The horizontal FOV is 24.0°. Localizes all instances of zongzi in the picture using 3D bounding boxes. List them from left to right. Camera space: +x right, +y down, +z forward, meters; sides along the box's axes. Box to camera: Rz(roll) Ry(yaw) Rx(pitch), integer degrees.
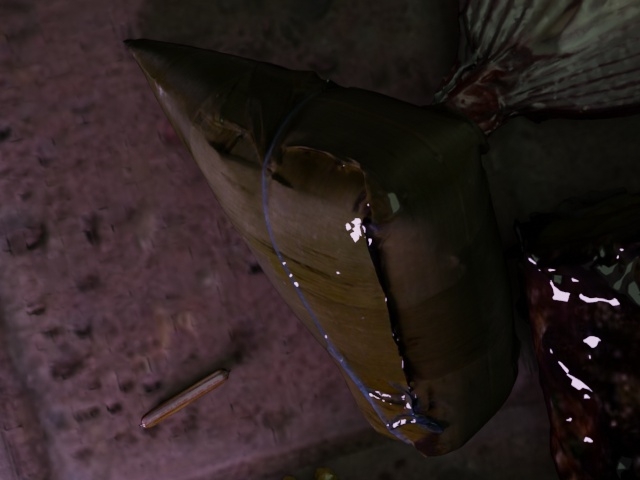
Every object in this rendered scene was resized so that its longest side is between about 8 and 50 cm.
[{"bbox_3d":[0.000,0.000,1.367,0.174,0.393,0.356,-41,135,-28],"label":"zongzi"}]

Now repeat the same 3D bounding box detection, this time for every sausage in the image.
[{"bbox_3d":[-0.126,0.147,1.406,0.100,0.015,0.015,-31,96,-5],"label":"sausage"}]

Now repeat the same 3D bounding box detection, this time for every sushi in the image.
[{"bbox_3d":[0.320,0.087,1.314,0.281,0.299,0.294,-17,92,9],"label":"sushi"}]

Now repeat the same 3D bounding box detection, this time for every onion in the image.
[{"bbox_3d":[0.240,-0.218,1.369,0.349,0.159,0.267,-37,87,15],"label":"onion"}]

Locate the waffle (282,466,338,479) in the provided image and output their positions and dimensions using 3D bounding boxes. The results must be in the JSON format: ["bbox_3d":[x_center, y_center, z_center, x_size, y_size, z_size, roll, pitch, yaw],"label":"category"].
[{"bbox_3d":[-0.025,0.346,1.411,0.232,0.051,0.228,-34,96,-3],"label":"waffle"}]
